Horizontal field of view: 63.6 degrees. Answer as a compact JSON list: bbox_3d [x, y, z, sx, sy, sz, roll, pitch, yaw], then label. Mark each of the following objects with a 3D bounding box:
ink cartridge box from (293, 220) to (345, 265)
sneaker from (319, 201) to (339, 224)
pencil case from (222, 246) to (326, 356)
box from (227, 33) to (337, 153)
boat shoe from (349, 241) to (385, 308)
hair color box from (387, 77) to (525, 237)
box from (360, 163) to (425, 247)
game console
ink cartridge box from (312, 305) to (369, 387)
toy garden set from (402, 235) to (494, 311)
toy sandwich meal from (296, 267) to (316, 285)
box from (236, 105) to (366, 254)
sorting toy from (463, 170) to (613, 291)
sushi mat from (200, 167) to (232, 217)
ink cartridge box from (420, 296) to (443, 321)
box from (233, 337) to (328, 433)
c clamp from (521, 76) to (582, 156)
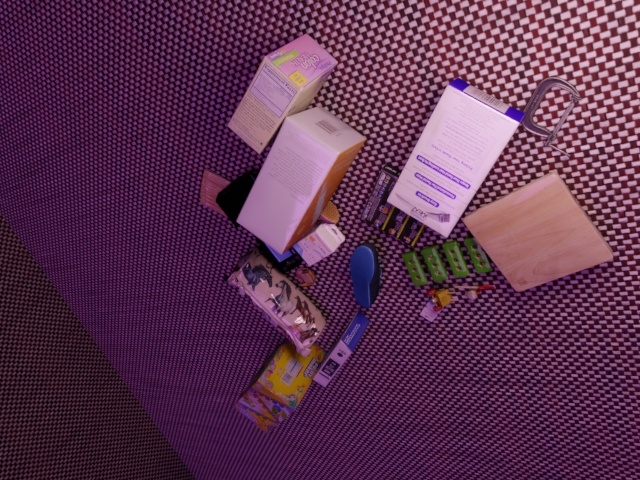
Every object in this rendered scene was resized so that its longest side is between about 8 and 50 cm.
[{"bbox_3d":[0.000,0.000,1.656,0.092,0.090,0.143,49,134,-9],"label":"ink cartridge box"},{"bbox_3d":[-0.024,-0.100,1.620,0.185,0.069,0.084,37,143,11],"label":"sneaker"},{"bbox_3d":[-0.155,0.223,1.856,0.410,0.183,0.160,47,133,-8],"label":"pencil case"},{"bbox_3d":[-0.100,-0.381,1.347,0.117,0.214,0.243,42,134,-3],"label":"box"},{"bbox_3d":[0.148,0.098,1.646,0.109,0.089,0.259,31,140,26],"label":"boat shoe"},{"bbox_3d":[0.324,-0.197,1.268,0.185,0.110,0.339,33,125,11],"label":"hair color box"},{"bbox_3d":[0.227,-0.097,1.478,0.184,0.045,0.191,28,132,8],"label":"box"},{"bbox_3d":[-0.185,-0.052,1.738,0.213,0.044,0.361,-27,106,40],"label":"game console"},{"bbox_3d":[0.083,0.375,1.833,0.065,0.165,0.333,32,135,7],"label":"ink cartridge box"},{"bbox_3d":[0.389,0.097,1.513,0.244,0.049,0.204,-16,105,37],"label":"toy garden set"},{"bbox_3d":[-0.053,0.132,1.828,0.085,0.029,0.086,16,130,21],"label":"toy sandwich meal"},{"bbox_3d":[-0.055,-0.168,1.428,0.168,0.215,0.345,36,122,7],"label":"box"},{"bbox_3d":[0.545,-0.028,1.301,0.257,0.089,0.255,-31,103,43],"label":"sorting toy"},{"bbox_3d":[-0.280,-0.120,1.787,0.316,0.019,0.152,29,132,10],"label":"sushi mat"},{"bbox_3d":[0.356,0.216,1.640,0.048,0.028,0.083,32,133,8],"label":"ink cartridge box"},{"bbox_3d":[-0.156,0.547,2.021,0.177,0.290,0.279,39,135,0],"label":"box"},{"bbox_3d":[0.532,-0.285,1.168,0.137,0.022,0.161,27,134,19],"label":"c clamp"}]
